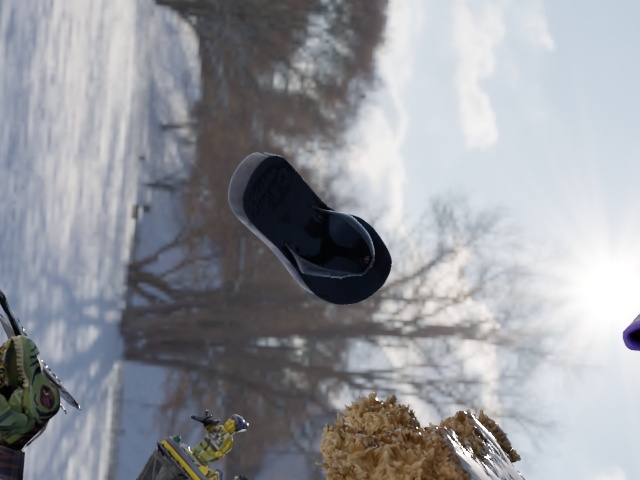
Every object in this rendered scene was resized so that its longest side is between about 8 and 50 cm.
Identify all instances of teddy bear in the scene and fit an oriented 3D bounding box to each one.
[{"bbox_3d":[0.096,0.199,0.832,0.113,0.245,0.338,-41,177,8],"label":"teddy bear"}]

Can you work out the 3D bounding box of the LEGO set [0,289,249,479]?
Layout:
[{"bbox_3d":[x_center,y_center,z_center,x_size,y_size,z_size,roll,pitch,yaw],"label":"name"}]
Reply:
[{"bbox_3d":[-0.143,0.101,0.570,0.331,0.192,0.255,38,-19,38],"label":"LEGO set"}]

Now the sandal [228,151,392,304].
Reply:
[{"bbox_3d":[-0.001,0.001,1.223,0.054,0.254,0.097,19,-101,41],"label":"sandal"}]

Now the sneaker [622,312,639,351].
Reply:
[{"bbox_3d":[0.390,0.107,1.233,0.170,0.071,0.068,-2,-74,45],"label":"sneaker"}]
